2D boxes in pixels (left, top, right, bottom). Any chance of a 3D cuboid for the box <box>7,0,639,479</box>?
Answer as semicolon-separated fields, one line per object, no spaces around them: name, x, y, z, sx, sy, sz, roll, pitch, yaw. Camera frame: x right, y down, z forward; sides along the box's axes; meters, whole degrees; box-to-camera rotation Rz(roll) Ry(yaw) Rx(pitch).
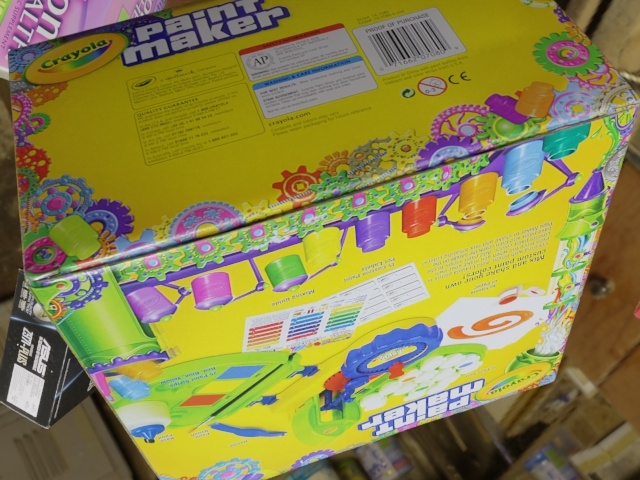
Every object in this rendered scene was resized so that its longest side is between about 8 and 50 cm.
box;0.000;0.000;0.494;0.290;0.177;0.279;-17;142;-7

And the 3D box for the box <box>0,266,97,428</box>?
box;-0.280;0.096;0.878;0.180;0.078;0.147;-69;169;24

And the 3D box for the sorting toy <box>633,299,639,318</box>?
sorting toy;0.271;-0.051;0.370;0.257;0.089;0.255;-47;167;-33

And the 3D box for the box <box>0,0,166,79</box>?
box;-0.319;-0.286;0.883;0.117;0.243;0.213;28;83;-80
